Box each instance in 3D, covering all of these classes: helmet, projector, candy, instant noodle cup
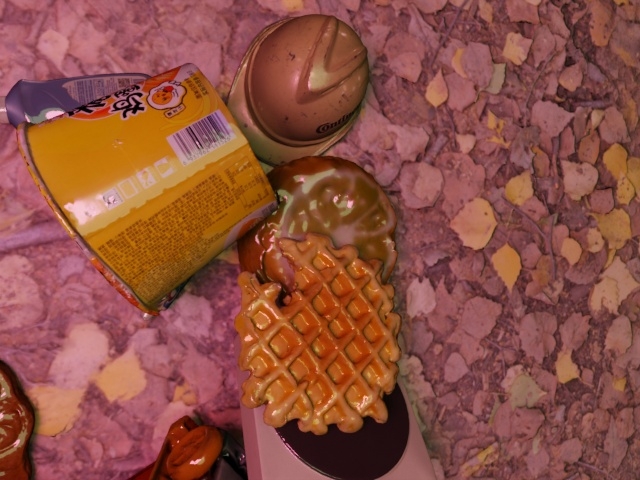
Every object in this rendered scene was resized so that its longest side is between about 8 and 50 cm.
[{"bbox_3d":[-0.013,-0.236,0.760,0.204,0.137,0.258,35,79,-18],"label":"helmet"},{"bbox_3d":[0.012,0.241,0.732,0.257,0.079,0.259,11,43,-27],"label":"projector"},{"bbox_3d":[0.000,0.000,0.781,0.260,0.118,0.260,-1,93,-23],"label":"candy"},{"bbox_3d":[-0.187,-0.076,0.614,0.200,0.264,0.264,-34,102,-8],"label":"instant noodle cup"}]

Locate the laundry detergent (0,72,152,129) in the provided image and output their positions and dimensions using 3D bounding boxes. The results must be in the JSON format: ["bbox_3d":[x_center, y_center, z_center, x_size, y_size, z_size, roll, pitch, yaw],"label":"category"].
[{"bbox_3d":[-0.323,-0.173,0.681,0.206,0.061,0.097,-7,96,-21],"label":"laundry detergent"}]

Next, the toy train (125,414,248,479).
[{"bbox_3d":[-0.180,0.372,0.617,0.231,0.369,0.163,-36,105,11],"label":"toy train"}]

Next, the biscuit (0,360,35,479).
[{"bbox_3d":[-0.500,0.251,0.627,0.257,0.049,0.273,-25,101,-20],"label":"biscuit"}]

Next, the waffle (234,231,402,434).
[{"bbox_3d":[0.009,0.118,0.677,0.250,0.056,0.261,9,68,-26],"label":"waffle"}]

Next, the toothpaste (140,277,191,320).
[{"bbox_3d":[-0.198,0.033,0.748,0.057,0.035,0.197,43,74,-33],"label":"toothpaste"}]
